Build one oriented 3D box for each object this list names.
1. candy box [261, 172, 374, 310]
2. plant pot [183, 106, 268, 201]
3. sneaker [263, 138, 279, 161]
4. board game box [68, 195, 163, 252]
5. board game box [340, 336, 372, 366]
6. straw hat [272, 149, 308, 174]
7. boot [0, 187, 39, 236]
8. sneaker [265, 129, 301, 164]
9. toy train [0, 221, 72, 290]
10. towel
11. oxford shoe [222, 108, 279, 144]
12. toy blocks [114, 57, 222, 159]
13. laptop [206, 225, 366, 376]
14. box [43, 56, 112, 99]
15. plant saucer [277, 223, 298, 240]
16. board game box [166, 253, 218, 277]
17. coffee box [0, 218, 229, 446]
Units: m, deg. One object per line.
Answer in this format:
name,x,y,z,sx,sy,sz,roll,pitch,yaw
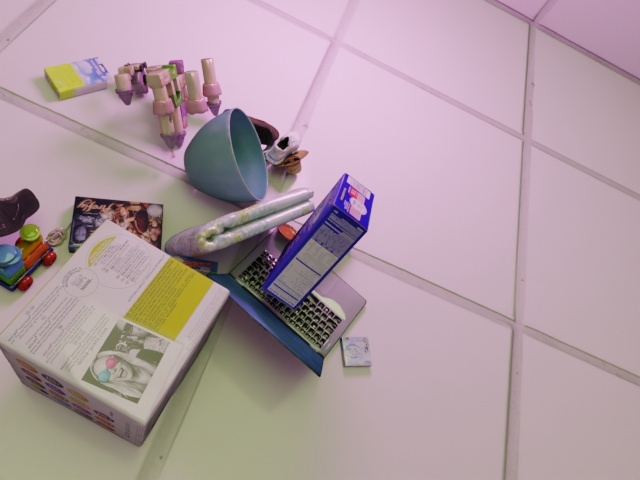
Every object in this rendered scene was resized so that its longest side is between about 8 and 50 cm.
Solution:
candy box,0.000,0.000,1.395,0.122,0.317,0.268,38,25,-8
plant pot,-0.308,-0.245,1.593,0.195,0.290,0.291,-12,60,13
sneaker,-0.175,-0.325,1.809,0.058,0.052,0.135,43,47,17
board game box,-0.583,-0.037,1.469,0.243,0.042,0.165,4,60,-21
board game box,0.108,0.339,1.550,0.090,0.020,0.090,5,59,-21
straw hat,-0.095,-0.263,1.786,0.144,0.144,0.061,-38,121,-34
boot,-0.824,-0.041,1.254,0.236,0.178,0.085,-93,160,-67
sneaker,-0.112,-0.337,1.759,0.071,0.083,0.191,37,48,-2
toy train,-0.739,0.001,1.319,0.105,0.143,0.248,32,55,-3
towel,-0.231,-0.045,1.453,0.374,0.320,0.090,-24,94,-32
oxford shoe,-0.246,-0.400,1.801,0.227,0.083,0.096,29,27,13
toy blocks,-0.490,-0.431,1.657,0.308,0.260,0.289,-2,29,3
laptop,-0.069,0.145,1.458,0.382,0.236,0.408,41,55,3
box,-0.791,-0.534,1.671,0.178,0.042,0.109,-29,76,-33
plant saucer,-0.104,-0.025,1.646,0.083,0.013,0.084,30,27,-17
board game box,-0.396,0.089,1.416,0.201,0.136,0.035,10,58,-16
coffee box,-0.461,0.224,1.185,0.334,0.338,0.338,31,55,-3
